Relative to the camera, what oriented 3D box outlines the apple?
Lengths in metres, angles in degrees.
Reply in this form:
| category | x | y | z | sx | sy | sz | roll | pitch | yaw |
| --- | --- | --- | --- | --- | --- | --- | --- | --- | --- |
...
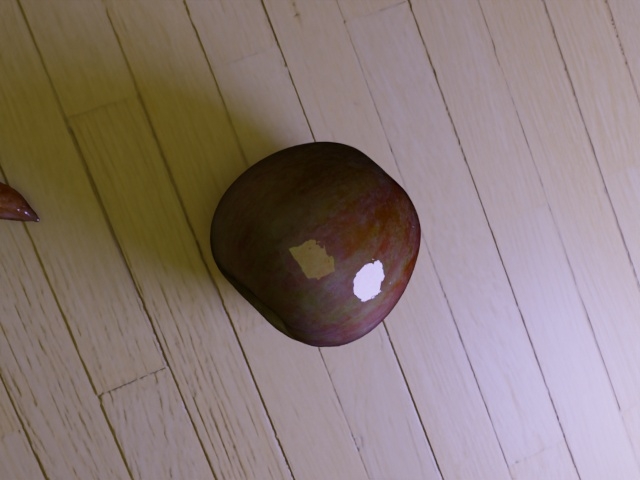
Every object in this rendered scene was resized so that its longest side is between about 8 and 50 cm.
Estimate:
| category | x | y | z | sx | sy | sz | roll | pitch | yaw |
| --- | --- | --- | --- | --- | --- | --- | --- | --- | --- |
| apple | 0.000 | 0.000 | 1.045 | 0.234 | 0.257 | 0.257 | -42 | 100 | -11 |

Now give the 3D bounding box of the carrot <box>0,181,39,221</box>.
| category | x | y | z | sx | sy | sz | roll | pitch | yaw |
| --- | --- | --- | --- | --- | --- | --- | --- | --- | --- |
| carrot | -0.442 | -0.072 | 1.033 | 0.205 | 0.072 | 0.072 | 26 | 86 | -15 |
